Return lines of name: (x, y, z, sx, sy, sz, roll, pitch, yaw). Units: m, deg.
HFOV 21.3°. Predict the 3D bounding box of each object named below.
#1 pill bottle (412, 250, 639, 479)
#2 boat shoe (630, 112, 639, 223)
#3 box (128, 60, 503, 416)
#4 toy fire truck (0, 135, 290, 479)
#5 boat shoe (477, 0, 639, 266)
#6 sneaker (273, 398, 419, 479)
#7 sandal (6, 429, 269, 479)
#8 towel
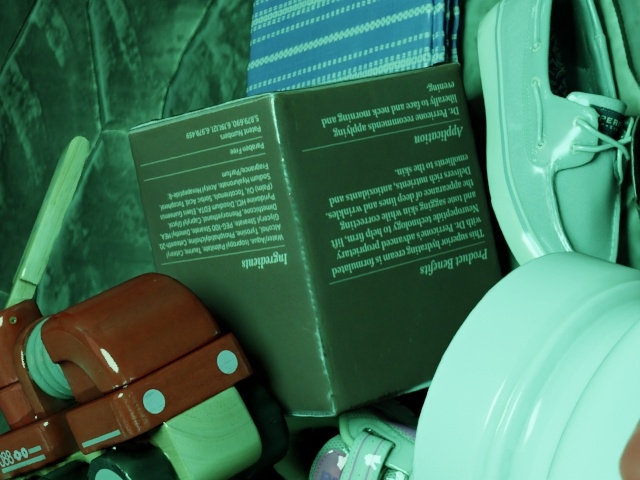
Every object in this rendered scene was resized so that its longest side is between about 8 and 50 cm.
pill bottle: (0.245, 0.144, 0.737, 0.408, 0.229, 0.229, 23, 100, 42)
boat shoe: (0.208, -0.016, 1.015, 0.049, 0.042, 0.133, -11, 75, 48)
box: (0.000, 0.000, 1.127, 0.167, 0.168, 0.203, -8, 94, 50)
toy fire truck: (-0.144, 0.058, 1.090, 0.217, 0.158, 0.246, -25, 91, 53)
boat shoe: (0.154, -0.069, 1.062, 0.081, 0.079, 0.227, -37, 51, 46)
sneaker: (0.053, 0.169, 1.107, 0.252, 0.111, 0.103, 16, 95, 51)
sandal: (-0.175, 0.174, 1.395, 0.446, 0.107, 0.167, -33, 57, 42)
towel: (0.027, -0.194, 1.292, 0.243, 0.040, 0.336, -11, 72, 52)
